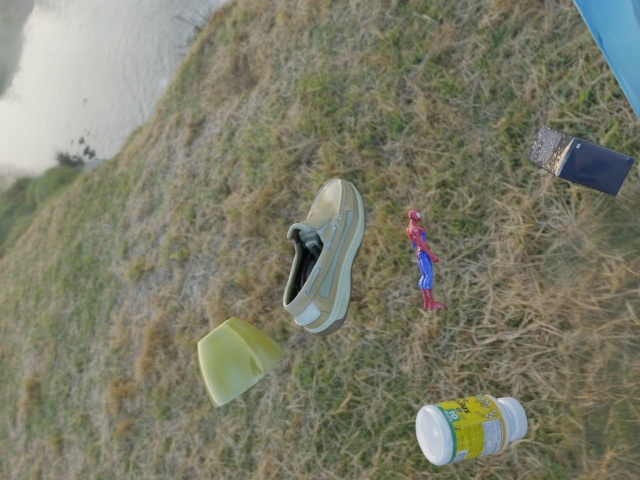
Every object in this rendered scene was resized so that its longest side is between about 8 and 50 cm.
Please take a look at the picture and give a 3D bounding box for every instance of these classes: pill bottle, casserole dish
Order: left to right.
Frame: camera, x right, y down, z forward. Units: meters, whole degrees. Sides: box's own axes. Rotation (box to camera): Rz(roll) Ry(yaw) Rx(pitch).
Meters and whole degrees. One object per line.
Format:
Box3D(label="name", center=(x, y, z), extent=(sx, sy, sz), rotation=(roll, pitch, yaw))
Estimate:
Box3D(label="pill bottle", center=(0.312, 0.381, 1.185), extent=(0.117, 0.208, 0.118), rotation=(176, 90, -70))
Box3D(label="casserole dish", center=(0.206, -0.136, 0.385), extent=(0.037, 0.188, 0.114), rotation=(-27, 23, 33))

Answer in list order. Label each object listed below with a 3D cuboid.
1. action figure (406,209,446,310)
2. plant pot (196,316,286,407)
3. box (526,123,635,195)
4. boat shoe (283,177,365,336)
Box3D(label="action figure", center=(0.120, 0.020, 0.666), extent=(0.030, 0.038, 0.115), rotation=(-16, 91, 0))
Box3D(label="plant pot", center=(-0.135, 0.175, 0.884), extent=(0.134, 0.134, 0.095), rotation=(-36, 91, 33))
Box3D(label="box", center=(0.578, -0.183, 1.298), extent=(0.158, 0.156, 0.093), rotation=(-106, 34, -68))
Box3D(label="boat shoe", center=(0.000, 0.000, 0.594), extent=(0.068, 0.072, 0.190), rotation=(-28, 40, 35))
